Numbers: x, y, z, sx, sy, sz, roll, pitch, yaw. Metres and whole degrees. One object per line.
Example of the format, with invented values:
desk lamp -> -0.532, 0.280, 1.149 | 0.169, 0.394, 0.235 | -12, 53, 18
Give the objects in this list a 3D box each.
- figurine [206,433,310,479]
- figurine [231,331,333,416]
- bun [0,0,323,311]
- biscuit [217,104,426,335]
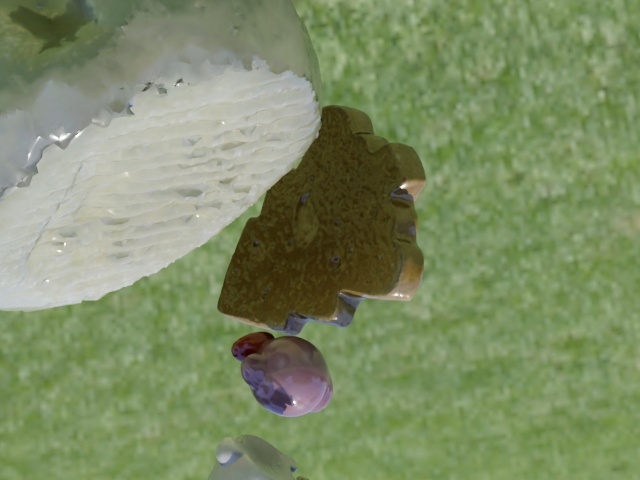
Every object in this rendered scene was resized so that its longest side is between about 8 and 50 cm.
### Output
figurine -> -0.075, 0.234, 1.239 | 0.146, 0.098, 0.081 | -55, -176, 13
figurine -> -0.029, 0.111, 1.289 | 0.083, 0.071, 0.067 | 14, 122, -39
bun -> -0.170, -0.105, 1.089 | 0.359, 0.211, 0.360 | -27, 161, -10
biscuit -> 0.000, 0.000, 1.361 | 0.238, 0.212, 0.041 | -39, 143, 27
